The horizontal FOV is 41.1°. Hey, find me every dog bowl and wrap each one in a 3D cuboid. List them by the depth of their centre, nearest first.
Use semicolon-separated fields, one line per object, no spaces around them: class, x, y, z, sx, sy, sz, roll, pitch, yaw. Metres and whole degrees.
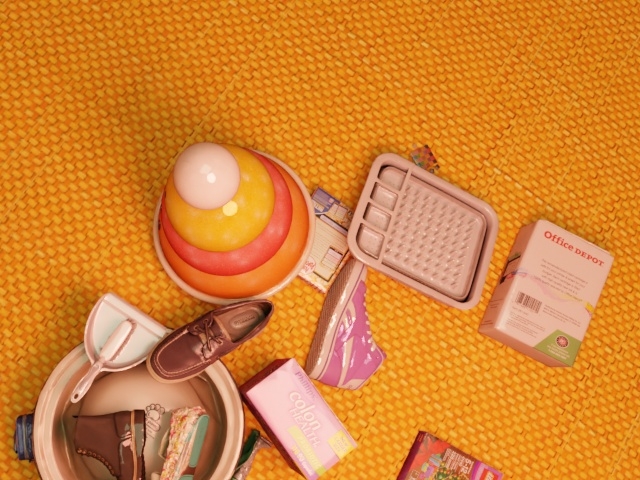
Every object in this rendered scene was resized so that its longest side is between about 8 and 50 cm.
dog bowl;-0.361;0.377;1.718;0.407;0.150;0.408;2;80;-10

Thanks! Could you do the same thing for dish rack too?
dish rack;0.223;-0.012;1.900;0.332;0.072;0.286;26;61;-10

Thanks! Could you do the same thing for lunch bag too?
lunch bag;-0.582;0.397;1.714;0.065;0.067;0.099;-4;83;-11

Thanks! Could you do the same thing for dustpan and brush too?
dustpan and brush;-0.408;0.218;1.627;0.147;0.060;0.211;34;76;-4

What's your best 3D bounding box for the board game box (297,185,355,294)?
board game box;0.000;0.000;1.901;0.146;0.045;0.194;35;76;-4

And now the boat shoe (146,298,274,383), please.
boat shoe;-0.209;0.183;1.663;0.285;0.092;0.103;-23;75;-37

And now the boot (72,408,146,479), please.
boot;-0.399;0.419;1.597;0.136;0.077;0.198;0;68;-6

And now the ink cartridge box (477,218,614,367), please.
ink cartridge box;0.513;0.122;1.943;0.201;0.117;0.278;27;77;-6

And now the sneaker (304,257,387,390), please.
sneaker;0.082;0.188;1.869;0.161;0.102;0.282;21;84;-14

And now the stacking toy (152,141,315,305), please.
stacking toy;-0.188;-0.083;1.640;0.350;0.480;0.351;0;75;1

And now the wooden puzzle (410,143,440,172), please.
wooden puzzle;0.242;-0.192;1.998;0.049;0.006;0.083;-28;87;-14

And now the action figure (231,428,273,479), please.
action figure;-0.182;0.506;1.755;0.063;0.137;0.232;35;86;6

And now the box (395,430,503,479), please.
box;0.244;0.590;1.847;0.200;0.057;0.293;29;77;-6

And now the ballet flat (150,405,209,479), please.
ballet flat;-0.278;0.430;1.619;0.077;0.091;0.241;10;73;22

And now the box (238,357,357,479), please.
box;-0.057;0.358;1.732;0.117;0.243;0.214;-35;90;-14
